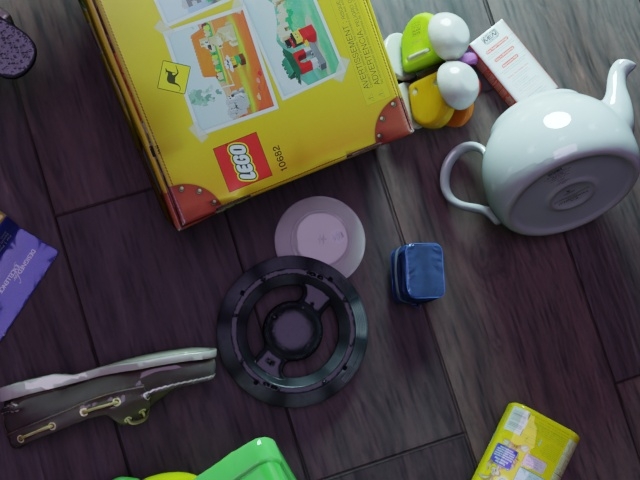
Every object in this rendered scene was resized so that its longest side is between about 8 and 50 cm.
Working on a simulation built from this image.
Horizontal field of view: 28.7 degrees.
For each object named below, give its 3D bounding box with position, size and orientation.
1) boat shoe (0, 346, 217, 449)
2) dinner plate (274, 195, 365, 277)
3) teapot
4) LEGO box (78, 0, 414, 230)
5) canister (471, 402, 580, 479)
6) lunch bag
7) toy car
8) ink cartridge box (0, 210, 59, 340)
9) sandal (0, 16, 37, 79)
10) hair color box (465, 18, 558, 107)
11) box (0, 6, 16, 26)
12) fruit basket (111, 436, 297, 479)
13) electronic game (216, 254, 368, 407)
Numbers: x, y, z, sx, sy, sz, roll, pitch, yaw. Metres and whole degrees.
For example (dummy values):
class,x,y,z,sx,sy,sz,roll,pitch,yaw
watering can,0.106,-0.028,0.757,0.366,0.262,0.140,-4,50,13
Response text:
class,x,y,z,sx,sy,sz,roll,pitch,yaw
boat shoe,-0.303,0.224,1.817,0.324,0.116,0.097,-12,88,-3
dinner plate,0.000,0.000,1.926,0.141,0.017,0.141,1,82,-7
teapot,0.341,-0.137,1.889,0.256,0.252,0.187,-6,56,-22
LEGO box,-0.135,-0.319,1.793,0.372,0.193,0.500,-22,103,-10
canister,0.301,0.344,1.877,0.126,0.073,0.170,29,79,-1
lunch bag,0.147,0.055,1.908,0.067,0.065,0.098,2,80,-21
toy car,0.187,-0.259,1.930,0.136,0.159,0.182,-3,80,-41
ink cartridge box,-0.598,0.055,1.834,0.307,0.072,0.304,31,79,2
sandal,-0.516,-0.325,1.781,0.097,0.054,0.254,-45,98,-4
hair color box,0.301,-0.271,1.980,0.072,0.043,0.141,-38,88,-9
box,-0.588,-0.322,1.858,0.232,0.127,0.149,34,80,0
fruit basket,-0.144,0.420,1.727,0.283,0.392,0.392,-33,86,-9
electronic game,-0.042,0.136,1.885,0.229,0.048,0.229,1,83,-4
